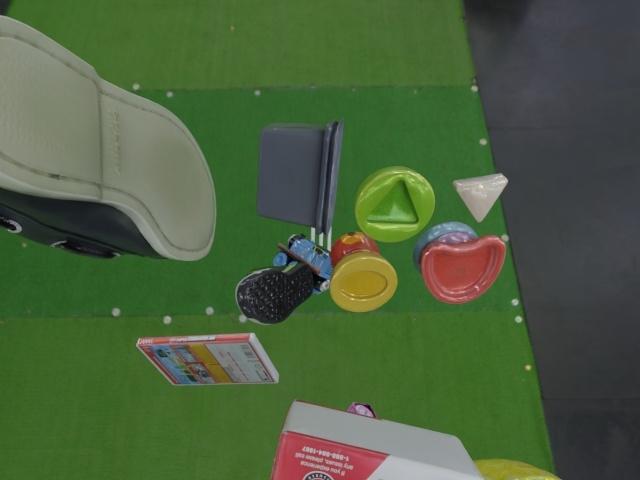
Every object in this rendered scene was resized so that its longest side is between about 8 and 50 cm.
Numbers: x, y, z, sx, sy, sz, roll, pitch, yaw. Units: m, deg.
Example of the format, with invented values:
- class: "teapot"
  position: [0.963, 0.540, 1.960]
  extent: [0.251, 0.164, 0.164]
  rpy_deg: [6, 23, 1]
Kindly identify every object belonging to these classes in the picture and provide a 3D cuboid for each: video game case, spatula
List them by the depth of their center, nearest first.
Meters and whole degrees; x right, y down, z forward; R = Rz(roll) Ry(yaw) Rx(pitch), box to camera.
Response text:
- class: "video game case"
  position: [-0.262, 0.287, 1.221]
  extent: [0.285, 0.204, 0.025]
  rpy_deg: [-5, 48, 13]
- class: "spatula"
  position: [0.000, 0.000, 1.411]
  extent: [0.019, 0.168, 0.242]
  rpy_deg: [-7, 71, 23]

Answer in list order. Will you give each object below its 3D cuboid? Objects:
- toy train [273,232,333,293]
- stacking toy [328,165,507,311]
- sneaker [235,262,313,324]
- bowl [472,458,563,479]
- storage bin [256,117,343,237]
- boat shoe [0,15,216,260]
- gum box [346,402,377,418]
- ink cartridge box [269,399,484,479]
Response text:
- class: "toy train"
  position: [-0.033, 0.051, 1.212]
  extent: [0.184, 0.080, 0.105]
  rpy_deg: [32, 90, 43]
- class: "stacking toy"
  position: [0.166, -0.021, 0.922]
  extent: [0.309, 0.279, 0.130]
  rpy_deg: [0, 32, -8]
- class: "sneaker"
  position: [-0.090, 0.085, 0.827]
  extent: [0.097, 0.235, 0.084]
  rpy_deg: [-5, 90, 20]
- class: "bowl"
  position: [0.210, 0.411, 0.701]
  extent: [0.289, 0.156, 0.289]
  rpy_deg: [-3, 101, -17]
- class: "storage bin"
  position: [-0.025, -0.084, 0.621]
  extent: [0.091, 0.135, 0.098]
  rpy_deg: [8, 22, 5]
- class: "boat shoe"
  position: [-0.185, -0.049, 0.403]
  extent: [0.113, 0.340, 0.127]
  rpy_deg: [-2, 85, 10]
- class: "gum box"
  position: [0.109, 0.498, 1.226]
  extent: [0.062, 0.107, 0.188]
  rpy_deg: [18, 24, -34]
- class: "ink cartridge box"
  position: [0.032, 0.332, 0.529]
  extent: [0.197, 0.114, 0.272]
  rpy_deg: [12, 89, 3]
